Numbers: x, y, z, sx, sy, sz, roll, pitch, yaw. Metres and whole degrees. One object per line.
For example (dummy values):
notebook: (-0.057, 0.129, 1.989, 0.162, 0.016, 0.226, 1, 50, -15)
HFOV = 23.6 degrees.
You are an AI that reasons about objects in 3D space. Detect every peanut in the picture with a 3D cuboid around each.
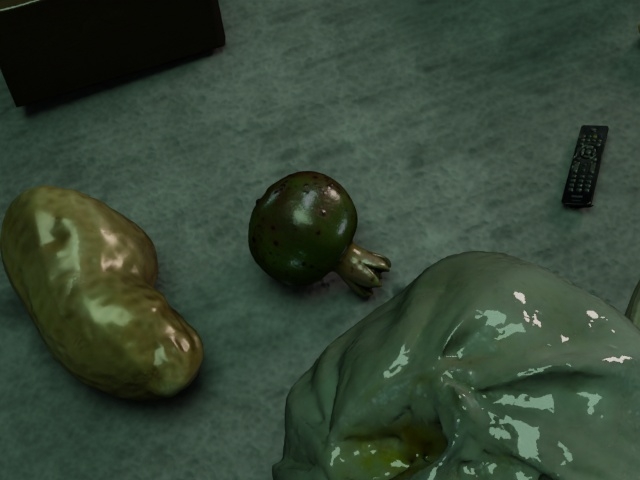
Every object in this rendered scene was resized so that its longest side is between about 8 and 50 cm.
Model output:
peanut: (-0.206, 0.050, 1.431, 0.137, 0.122, 0.253, -25, 63, -14)

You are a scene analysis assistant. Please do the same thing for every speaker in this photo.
speaker: (-0.233, -0.266, 1.568, 0.231, 0.192, 0.153, -18, 60, -5)

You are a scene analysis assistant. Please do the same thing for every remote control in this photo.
remote control: (0.256, -0.071, 1.479, 0.034, 0.016, 0.091, 3, 61, 29)

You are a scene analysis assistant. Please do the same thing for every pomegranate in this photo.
pomegranate: (0.000, 0.000, 1.436, 0.142, 0.114, 0.114, 34, 70, -2)

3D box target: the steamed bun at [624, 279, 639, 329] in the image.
steamed bun: (0.341, 0.107, 1.305, 0.177, 0.130, 0.228, -1, 61, 7)

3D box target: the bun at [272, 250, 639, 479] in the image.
bun: (0.110, 0.162, 1.229, 0.354, 0.194, 0.354, -17, 59, 31)

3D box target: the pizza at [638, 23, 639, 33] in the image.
pizza: (0.422, -0.240, 1.520, 0.201, 0.053, 0.193, 7, 64, 13)
